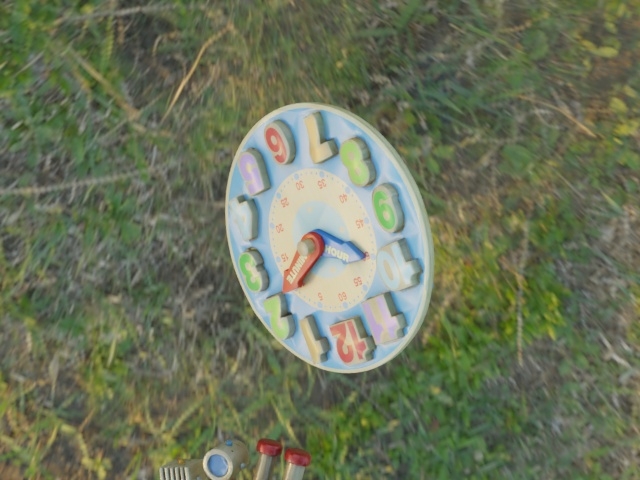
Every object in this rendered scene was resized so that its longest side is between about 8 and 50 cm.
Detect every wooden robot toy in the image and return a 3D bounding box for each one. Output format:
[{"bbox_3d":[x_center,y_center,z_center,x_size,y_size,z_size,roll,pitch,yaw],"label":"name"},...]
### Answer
[{"bbox_3d":[-0.055,0.198,1.055,0.173,0.079,0.076,14,102,22],"label":"wooden robot toy"}]

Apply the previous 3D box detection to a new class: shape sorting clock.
[{"bbox_3d":[0.000,0.000,1.012,0.206,0.040,0.206,18,118,37],"label":"shape sorting clock"}]
